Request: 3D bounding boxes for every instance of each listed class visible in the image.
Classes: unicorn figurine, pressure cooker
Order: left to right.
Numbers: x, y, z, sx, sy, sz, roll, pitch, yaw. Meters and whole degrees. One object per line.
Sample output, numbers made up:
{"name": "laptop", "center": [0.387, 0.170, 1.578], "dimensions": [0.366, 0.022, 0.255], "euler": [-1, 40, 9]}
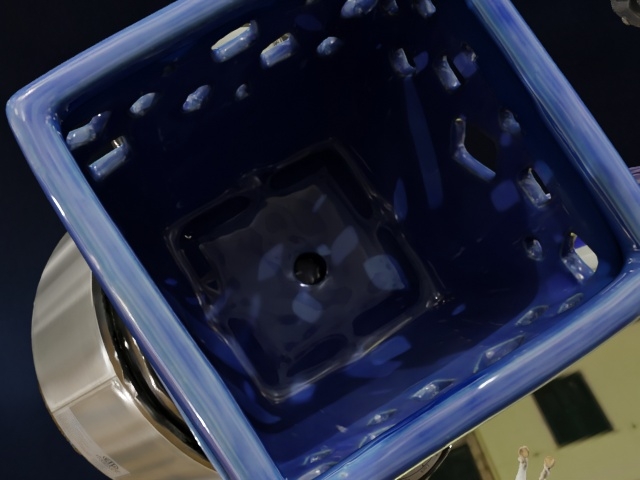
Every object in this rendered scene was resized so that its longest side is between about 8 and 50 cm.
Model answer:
{"name": "pressure cooker", "center": [-0.060, 0.067, 1.097], "dimensions": [0.369, 0.376, 0.420], "euler": [12, -20, -22]}
{"name": "unicorn figurine", "center": [0.198, 0.255, 1.079], "dimensions": [0.162, 0.060, 0.111], "euler": [-31, -45, -42]}

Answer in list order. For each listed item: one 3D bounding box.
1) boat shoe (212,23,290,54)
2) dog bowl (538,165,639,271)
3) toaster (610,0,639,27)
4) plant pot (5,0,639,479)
{"name": "boat shoe", "center": [-0.126, -0.220, 1.336], "dimensions": [0.219, 0.070, 0.078], "euler": [9, -72, 30]}
{"name": "dog bowl", "center": [0.350, 0.003, 1.376], "dimensions": [0.264, 0.104, 0.265], "euler": [-12, -16, -3]}
{"name": "toaster", "center": [0.304, -0.257, 0.903], "dimensions": [0.146, 0.227, 0.129], "euler": [-43, -77, -1]}
{"name": "plant pot", "center": [0.000, 0.000, 0.603], "dimensions": [0.236, 0.212, 0.236], "euler": [-31, -96, -16]}
